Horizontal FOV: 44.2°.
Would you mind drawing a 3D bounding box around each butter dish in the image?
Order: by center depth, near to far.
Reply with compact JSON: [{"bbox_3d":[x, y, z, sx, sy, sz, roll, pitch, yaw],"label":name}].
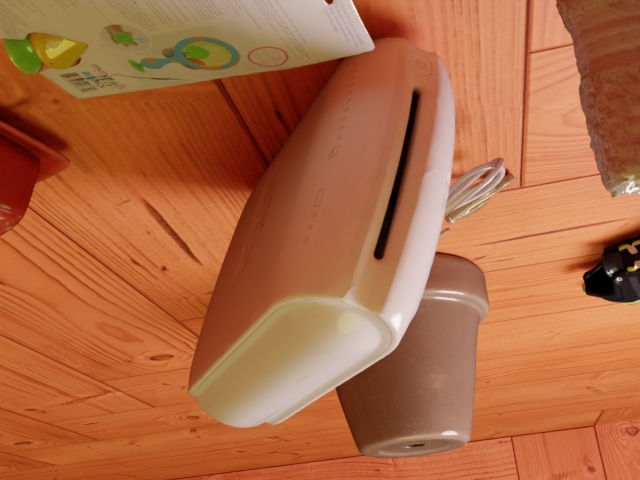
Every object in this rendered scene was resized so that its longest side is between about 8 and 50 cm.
[{"bbox_3d":[-0.319,-0.034,0.655,0.160,0.118,0.160,-16,154,24],"label":"butter dish"}]

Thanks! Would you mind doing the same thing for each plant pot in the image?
[{"bbox_3d":[0.111,0.168,1.073,0.263,0.229,0.263,-4,155,-2],"label":"plant pot"}]

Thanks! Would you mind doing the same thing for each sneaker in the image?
[{"bbox_3d":[0.417,0.034,1.017,0.097,0.084,0.234,1,155,-12],"label":"sneaker"}]

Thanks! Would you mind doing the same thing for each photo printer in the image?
[{"bbox_3d":[0.000,0.000,0.646,0.107,0.256,0.307,23,149,-13],"label":"photo printer"}]

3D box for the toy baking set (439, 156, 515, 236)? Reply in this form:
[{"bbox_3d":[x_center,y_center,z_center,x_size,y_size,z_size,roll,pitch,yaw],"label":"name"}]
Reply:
[{"bbox_3d":[0.106,-0.019,0.796,0.197,0.030,0.256,-37,171,13],"label":"toy baking set"}]

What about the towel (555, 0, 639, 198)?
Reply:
[{"bbox_3d":[0.301,-0.128,0.502,0.282,0.187,0.049,-7,160,0],"label":"towel"}]

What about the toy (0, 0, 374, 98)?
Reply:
[{"bbox_3d":[-0.098,-0.156,0.510,0.237,0.056,0.137,-8,160,18],"label":"toy"}]
